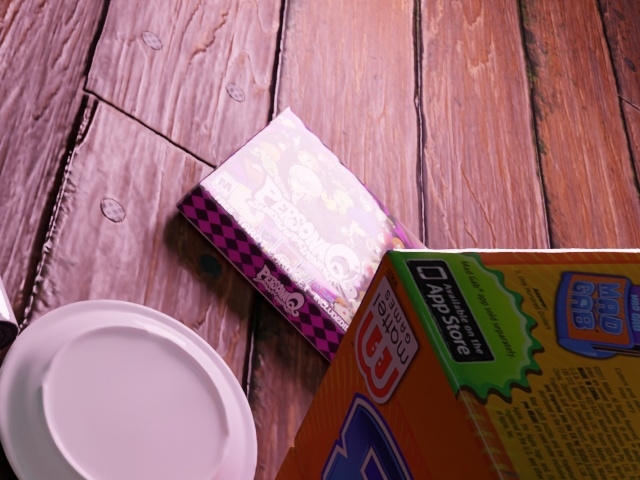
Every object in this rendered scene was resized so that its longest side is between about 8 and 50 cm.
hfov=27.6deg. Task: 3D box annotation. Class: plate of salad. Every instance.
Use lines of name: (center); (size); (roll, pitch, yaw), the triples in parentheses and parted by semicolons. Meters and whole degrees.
plate of salad: (-0.138, 0.133, 0.932); (0.200, 0.048, 0.200); (19, 48, -22)

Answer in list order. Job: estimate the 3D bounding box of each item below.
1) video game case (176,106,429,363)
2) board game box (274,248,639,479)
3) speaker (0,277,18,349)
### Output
video game case: (0.000, 0.000, 1.220); (0.232, 0.042, 0.210); (46, 33, -2)
board game box: (0.193, 0.251, 0.781); (0.356, 0.356, 0.356); (0, 45, -25)
speaker: (-0.258, 0.013, 0.915); (0.055, 0.055, 0.136); (3, 54, -46)
